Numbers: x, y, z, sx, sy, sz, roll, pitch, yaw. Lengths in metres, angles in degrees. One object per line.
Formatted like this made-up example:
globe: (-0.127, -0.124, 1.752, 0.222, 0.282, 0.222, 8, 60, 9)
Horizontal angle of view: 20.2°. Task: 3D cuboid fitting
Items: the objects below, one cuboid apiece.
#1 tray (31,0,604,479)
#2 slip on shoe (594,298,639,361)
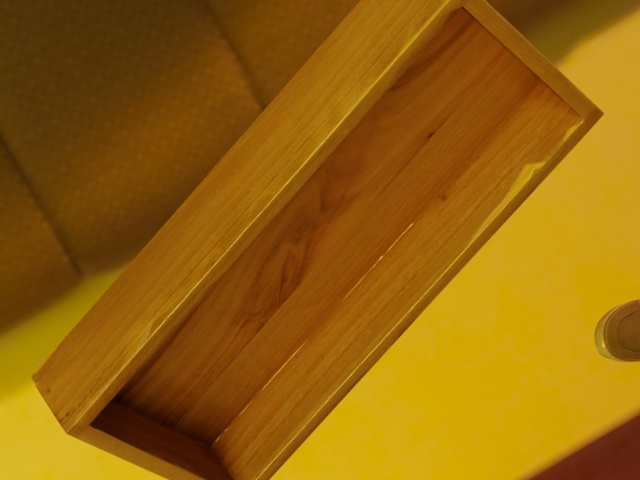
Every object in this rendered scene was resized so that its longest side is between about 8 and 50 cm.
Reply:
tray: (0.000, 0.000, 1.302, 0.411, 0.076, 0.203, -47, 138, 8)
slip on shoe: (0.290, 0.071, 1.478, 0.135, 0.051, 0.041, -3, 175, -24)
